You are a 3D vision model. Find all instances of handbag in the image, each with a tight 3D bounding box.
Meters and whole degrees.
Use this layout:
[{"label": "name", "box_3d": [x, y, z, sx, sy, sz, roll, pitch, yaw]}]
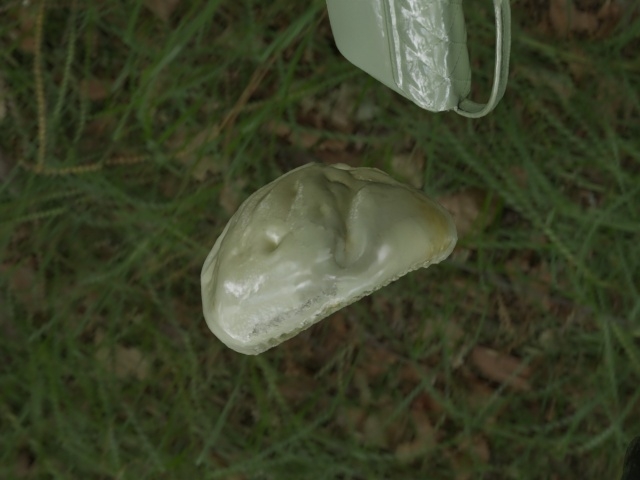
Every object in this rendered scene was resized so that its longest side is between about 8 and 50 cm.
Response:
[{"label": "handbag", "box_3d": [0.086, -0.215, 1.243, 0.219, 0.079, 0.256, 40, 157, 35]}]

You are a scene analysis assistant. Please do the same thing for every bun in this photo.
[{"label": "bun", "box_3d": [0.000, 0.000, 0.993, 0.183, 0.183, 0.102, -27, 88, 33]}]

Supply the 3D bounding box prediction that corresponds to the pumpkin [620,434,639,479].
[{"label": "pumpkin", "box_3d": [0.341, 0.201, 1.144, 0.220, 0.221, 0.162, -5, 150, 23]}]
